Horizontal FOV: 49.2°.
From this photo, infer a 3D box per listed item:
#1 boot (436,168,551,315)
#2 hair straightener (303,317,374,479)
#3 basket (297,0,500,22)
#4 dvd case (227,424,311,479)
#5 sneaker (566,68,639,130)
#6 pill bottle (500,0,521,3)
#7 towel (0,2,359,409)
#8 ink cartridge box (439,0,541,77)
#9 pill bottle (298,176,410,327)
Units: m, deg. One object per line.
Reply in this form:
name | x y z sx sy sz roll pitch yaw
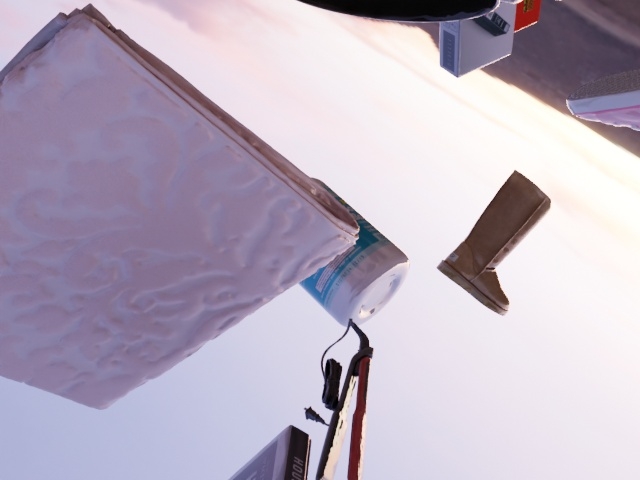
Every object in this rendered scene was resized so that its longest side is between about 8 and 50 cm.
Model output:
boot | 0.413 0.015 1.527 0.236 0.269 0.089 34 -171 -34
hair straightener | 0.017 0.203 0.882 0.047 0.089 0.230 58 -148 -50
basket | 0.070 -0.326 0.606 0.205 0.226 0.154 9 -179 11
dvd case | -0.097 0.291 0.601 0.030 0.238 0.179 36 -156 -14
sneaker | 0.234 -0.078 0.458 0.134 0.070 0.051 -1 -150 38
pill bottle | 0.225 -0.387 0.936 0.219 0.122 0.123 15 -163 15
towel | -0.180 0.009 0.575 0.317 0.332 0.053 39 -155 -44
ink cartridge box | 0.306 -0.437 1.157 0.239 0.275 0.060 -27 -133 -18
pill bottle | 0.000 0.000 1.084 0.264 0.146 0.146 43 -156 23
